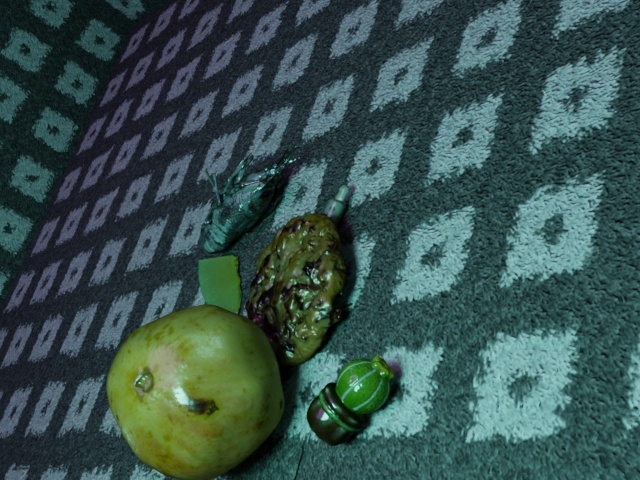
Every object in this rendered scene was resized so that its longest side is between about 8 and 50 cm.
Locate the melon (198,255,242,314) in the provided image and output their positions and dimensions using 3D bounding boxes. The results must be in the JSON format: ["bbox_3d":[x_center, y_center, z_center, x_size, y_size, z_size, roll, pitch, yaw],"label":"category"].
[{"bbox_3d":[-0.219,0.116,2.034,0.114,0.053,0.262,-33,38,4],"label":"melon"}]

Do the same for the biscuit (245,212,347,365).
[{"bbox_3d":[-0.061,0.092,1.742,0.289,0.081,0.334,-50,34,24],"label":"biscuit"}]

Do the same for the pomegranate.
[{"bbox_3d":[-0.214,0.277,1.626,0.342,0.342,0.342,-36,36,32],"label":"pomegranate"}]

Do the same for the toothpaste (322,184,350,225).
[{"bbox_3d":[0.000,0.000,1.818,0.067,0.037,0.255,21,84,58],"label":"toothpaste"}]

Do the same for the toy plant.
[{"bbox_3d":[0.054,0.260,1.441,0.162,0.093,0.093,-47,32,10],"label":"toy plant"}]

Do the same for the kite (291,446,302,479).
[{"bbox_3d":[-0.054,0.434,1.516,0.139,0.011,0.156,-12,53,48],"label":"kite"}]

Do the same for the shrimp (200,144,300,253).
[{"bbox_3d":[-0.192,-0.117,2.069,0.372,0.172,0.137,-53,24,21],"label":"shrimp"}]
